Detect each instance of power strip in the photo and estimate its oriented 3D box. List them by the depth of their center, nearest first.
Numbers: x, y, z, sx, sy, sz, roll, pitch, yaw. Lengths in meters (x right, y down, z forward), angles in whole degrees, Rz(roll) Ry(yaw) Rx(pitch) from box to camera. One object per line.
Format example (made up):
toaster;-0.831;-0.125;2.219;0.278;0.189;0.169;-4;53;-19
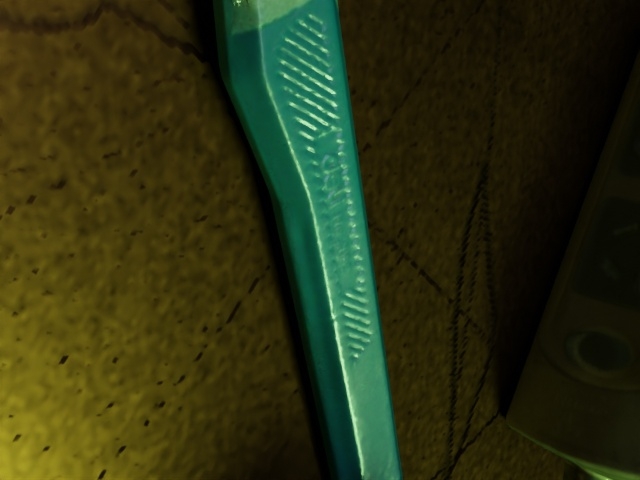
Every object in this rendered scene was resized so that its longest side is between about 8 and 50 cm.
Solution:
power strip;0.165;-0.021;0.522;0.048;0.080;0.285;25;84;-48

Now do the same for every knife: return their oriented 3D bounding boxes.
knife;-0.002;-0.001;0.387;0.044;0.026;0.296;-33;129;-33
